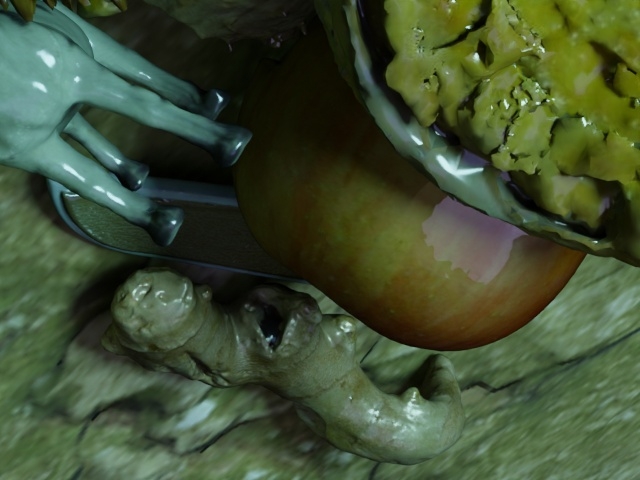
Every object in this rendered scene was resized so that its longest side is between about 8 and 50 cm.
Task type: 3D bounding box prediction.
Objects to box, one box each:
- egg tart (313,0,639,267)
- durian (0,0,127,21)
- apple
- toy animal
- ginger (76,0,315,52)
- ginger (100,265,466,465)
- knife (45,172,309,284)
[{"bbox_3d":[0.127,-0.112,0.595,0.290,0.291,0.107,90,21,-45],"label":"egg tart"},{"bbox_3d":[-0.060,-0.240,0.393,0.348,0.347,0.384,-27,141,-6],"label":"durian"},{"bbox_3d":[0.051,-0.051,0.772,0.199,0.199,0.199,-18,138,-17],"label":"apple"},{"bbox_3d":[-0.118,-0.071,0.652,0.176,0.217,0.073,35,92,-12],"label":"toy animal"},{"bbox_3d":[-0.025,-0.153,0.676,0.216,0.102,0.157,-40,133,24],"label":"ginger"},{"bbox_3d":[-0.006,0.067,0.939,0.288,0.075,0.089,22,123,-41],"label":"ginger"},{"bbox_3d":[0.001,-0.001,0.902,0.343,0.027,0.061,10,140,-36],"label":"knife"}]
